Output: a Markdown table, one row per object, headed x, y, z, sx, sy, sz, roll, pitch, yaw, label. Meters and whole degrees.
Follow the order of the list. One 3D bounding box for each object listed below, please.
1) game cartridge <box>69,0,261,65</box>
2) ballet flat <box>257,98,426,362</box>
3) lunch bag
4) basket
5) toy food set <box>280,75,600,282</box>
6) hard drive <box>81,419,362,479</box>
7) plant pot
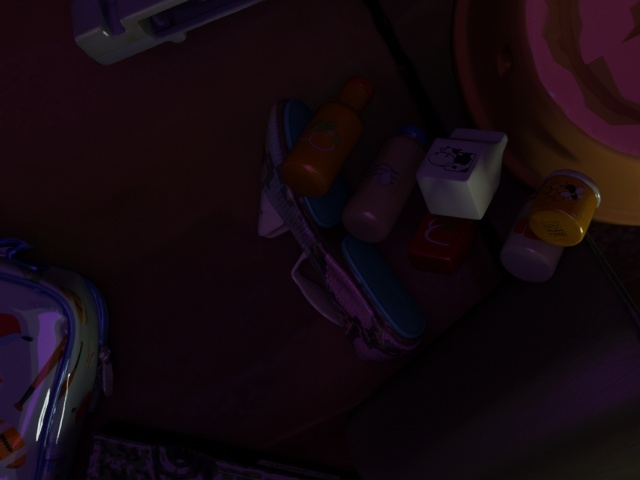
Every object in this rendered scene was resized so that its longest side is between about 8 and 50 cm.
| x | y | z | sx | sy | sz | roll | pitch | yaw | label |
| --- | --- | --- | --- | --- | --- | --- | --- | --- | --- |
| -0.025 | -0.286 | 0.888 | 0.355 | 0.068 | 0.230 | -18 | 60 | 18 | game cartridge |
| 0.000 | 0.000 | 0.967 | 0.079 | 0.077 | 0.221 | -30 | 90 | 34 | ballet flat |
| -0.319 | 0.100 | 0.988 | 0.303 | 0.115 | 0.243 | 14 | 93 | 7 | lunch bag |
| 0.146 | 0.129 | 0.915 | 0.227 | 0.154 | 0.204 | -33 | 73 | 12 | basket |
| 0.100 | -0.047 | 0.893 | 0.232 | 0.111 | 0.104 | 8 | 54 | 32 | toy food set |
| -0.095 | 0.334 | 0.999 | 0.237 | 0.064 | 0.339 | 10 | 94 | 6 | hard drive |
| 0.232 | -0.150 | 0.857 | 0.291 | 0.203 | 0.290 | 0 | 93 | 8 | plant pot |
